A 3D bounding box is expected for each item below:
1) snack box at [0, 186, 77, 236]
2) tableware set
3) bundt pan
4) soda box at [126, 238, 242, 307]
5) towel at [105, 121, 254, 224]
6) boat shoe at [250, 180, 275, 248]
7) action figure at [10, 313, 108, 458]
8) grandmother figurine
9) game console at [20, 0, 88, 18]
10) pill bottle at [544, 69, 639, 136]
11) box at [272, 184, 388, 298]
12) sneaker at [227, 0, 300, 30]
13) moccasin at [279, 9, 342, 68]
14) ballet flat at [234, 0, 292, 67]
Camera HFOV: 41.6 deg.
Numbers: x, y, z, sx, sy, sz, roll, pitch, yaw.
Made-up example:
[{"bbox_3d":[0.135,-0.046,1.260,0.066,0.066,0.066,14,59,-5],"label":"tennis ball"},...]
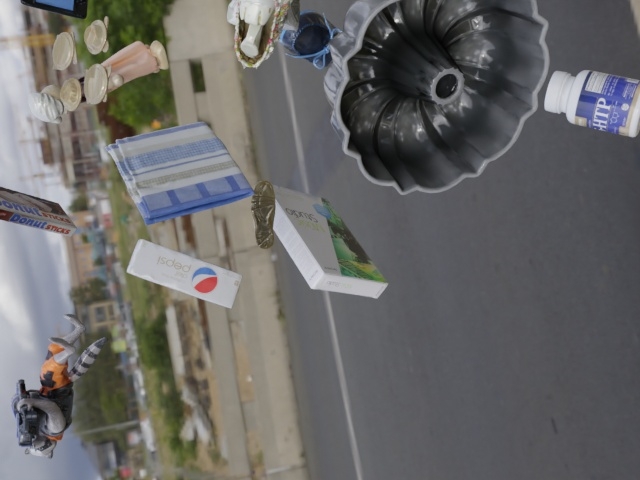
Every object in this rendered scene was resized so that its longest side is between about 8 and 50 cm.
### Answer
[{"bbox_3d":[-0.452,-0.048,1.281,0.064,0.022,0.178,48,-167,25],"label":"snack box"},{"bbox_3d":[-0.391,-0.284,1.381,0.169,0.020,0.141,-6,85,41],"label":"tableware set"},{"bbox_3d":[0.148,-0.236,1.172,0.124,0.331,0.330,-127,29,-50],"label":"bundt pan"},{"bbox_3d":[-0.269,0.067,1.678,0.074,0.216,0.069,-71,16,-7],"label":"soda box"},{"bbox_3d":[-0.265,-0.131,1.565,0.285,0.209,0.034,-128,28,-47],"label":"towel"},{"bbox_3d":[-0.126,-0.059,1.879,0.048,0.056,0.153,-111,16,-78],"label":"boat shoe"},{"bbox_3d":[-0.636,0.379,2.018,0.341,0.179,0.330,41,114,65],"label":"action figure"},{"bbox_3d":[-0.546,-0.382,2.042,0.208,0.342,0.104,-11,108,61],"label":"grandmother figurine"},{"bbox_3d":[-0.495,-0.487,1.590,0.071,0.122,0.107,121,150,-42],"label":"game console"},{"bbox_3d":[0.554,-0.281,1.692,0.112,0.187,0.112,-46,-35,-46],"label":"pill bottle"},{"bbox_3d":[0.000,0.000,2.037,0.058,0.232,0.322,-51,52,24],"label":"box"},{"bbox_3d":[-0.106,-0.429,1.547,0.232,0.115,0.090,-43,-45,-70],"label":"sneaker"},{"bbox_3d":[0.013,-0.526,2.233,0.117,0.342,0.137,43,113,14],"label":"moccasin"},{"bbox_3d":[-0.094,-0.348,1.308,0.241,0.091,0.077,100,-171,-66],"label":"ballet flat"}]
